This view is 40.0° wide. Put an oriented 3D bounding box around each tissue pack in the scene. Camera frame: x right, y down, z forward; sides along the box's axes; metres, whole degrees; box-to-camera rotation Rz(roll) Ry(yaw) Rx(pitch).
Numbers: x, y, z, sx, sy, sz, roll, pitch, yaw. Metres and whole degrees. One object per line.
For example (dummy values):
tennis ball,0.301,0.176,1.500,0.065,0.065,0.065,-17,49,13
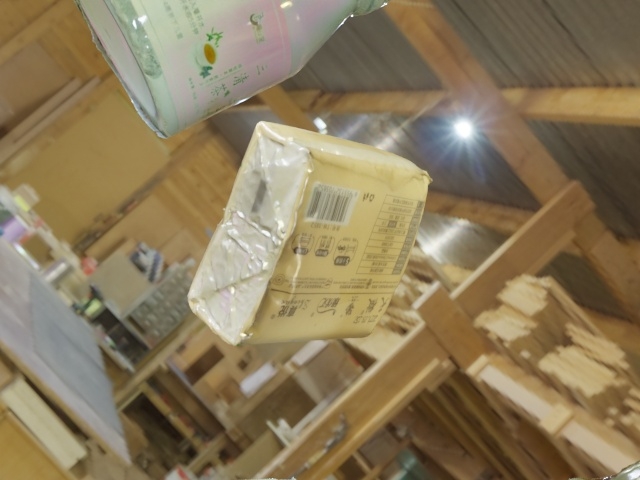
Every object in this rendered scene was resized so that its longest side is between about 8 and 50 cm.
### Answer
tissue pack,0.000,0.000,0.796,0.090,0.186,0.222,29,15,30

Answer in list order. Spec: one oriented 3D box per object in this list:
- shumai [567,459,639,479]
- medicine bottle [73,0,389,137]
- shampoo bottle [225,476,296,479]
shumai,0.226,0.220,0.504,0.288,0.330,0.291,98,-1,-46
medicine bottle,-0.085,-0.269,0.855,0.245,0.290,0.245,55,-14,20
shampoo bottle,-0.135,0.373,1.254,0.049,0.213,0.072,-121,-141,-51
